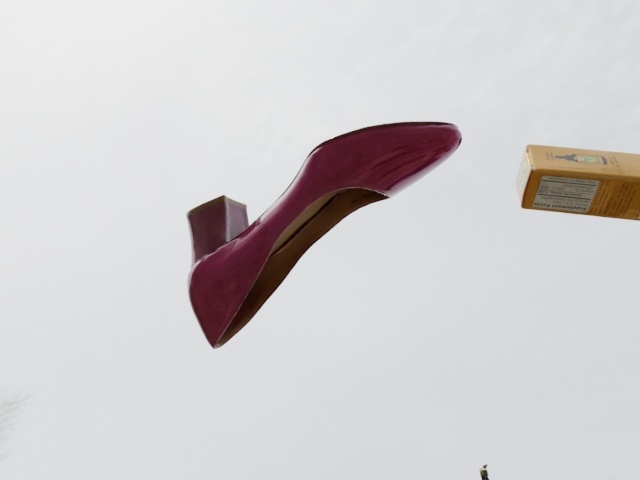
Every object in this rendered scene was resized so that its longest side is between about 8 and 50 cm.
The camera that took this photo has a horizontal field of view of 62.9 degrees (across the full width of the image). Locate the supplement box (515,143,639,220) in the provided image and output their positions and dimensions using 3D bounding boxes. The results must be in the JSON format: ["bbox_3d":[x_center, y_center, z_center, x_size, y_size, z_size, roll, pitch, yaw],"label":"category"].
[{"bbox_3d":[0.422,-0.086,0.788,0.233,0.078,0.080,9,-49,6],"label":"supplement box"}]

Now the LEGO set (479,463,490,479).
[{"bbox_3d":[0.292,0.611,1.032,0.331,0.192,0.255,116,-37,-51],"label":"LEGO set"}]

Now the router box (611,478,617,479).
[{"bbox_3d":[0.636,0.659,0.926,0.301,0.335,0.082,35,-58,3],"label":"router box"}]

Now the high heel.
[{"bbox_3d":[0.000,0.000,0.613,0.377,0.127,0.182,-21,-108,29],"label":"high heel"}]
